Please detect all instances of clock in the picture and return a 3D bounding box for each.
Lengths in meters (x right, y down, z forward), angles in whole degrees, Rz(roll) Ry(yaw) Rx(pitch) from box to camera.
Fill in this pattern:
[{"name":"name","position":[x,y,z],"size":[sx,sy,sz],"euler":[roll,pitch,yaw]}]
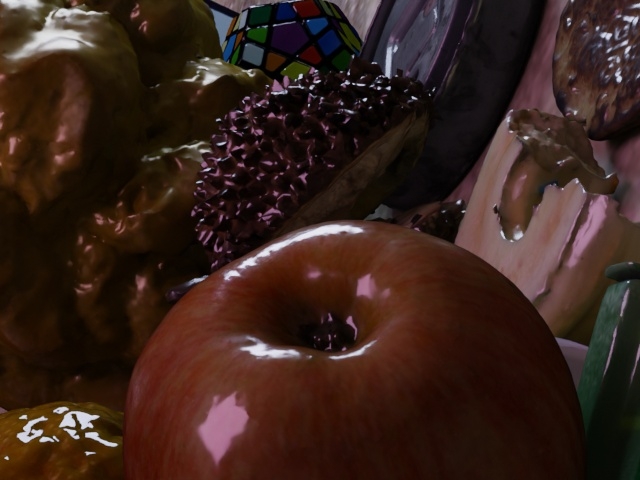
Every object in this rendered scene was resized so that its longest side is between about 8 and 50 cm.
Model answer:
[{"name":"clock","position":[0.077,-0.127,1.226],"size":[0.226,0.049,0.226],"euler":[-161,90,-74]}]

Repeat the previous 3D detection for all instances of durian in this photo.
[{"name":"durian","position":[0.000,0.000,1.037],"size":[0.167,0.196,0.196],"euler":[23,-92,-67]}]

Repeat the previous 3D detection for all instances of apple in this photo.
[{"name":"apple","position":[0.010,0.063,0.589],"size":[0.131,0.146,0.146],"euler":[81,-169,-47]}]

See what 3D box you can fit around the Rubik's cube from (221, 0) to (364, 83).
[{"name":"Rubik's cube","position":[-0.021,-0.123,1.426],"size":[0.133,0.111,0.133],"euler":[-160,90,-76]}]

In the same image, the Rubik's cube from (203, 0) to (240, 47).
[{"name":"Rubik's cube","position":[-0.174,-0.061,1.613],"size":[0.246,0.248,0.250],"euler":[-49,24,49]}]

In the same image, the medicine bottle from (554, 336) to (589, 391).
[{"name":"medicine bottle","position":[0.046,0.114,0.850],"size":[0.258,0.143,0.143],"euler":[-11,60,70]}]

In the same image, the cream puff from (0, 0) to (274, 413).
[{"name":"cream puff","position":[-0.117,-0.027,1.285],"size":[0.291,0.257,0.325],"euler":[11,-90,-69]}]

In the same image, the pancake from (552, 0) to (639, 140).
[{"name":"pancake","position":[0.173,-0.140,0.970],"size":[0.199,0.021,0.199],"euler":[-58,20,35]}]

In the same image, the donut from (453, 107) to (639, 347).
[{"name":"donut","position":[0.112,0.009,0.904],"size":[0.166,0.065,0.108],"euler":[-115,46,-68]}]

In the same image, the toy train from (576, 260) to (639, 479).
[{"name":"toy train","position":[0.137,0.138,0.571],"size":[0.202,0.120,0.301],"euler":[155,133,-73]}]

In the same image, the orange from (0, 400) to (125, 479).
[{"name":"orange","position":[-0.163,0.258,1.038],"size":[0.357,0.322,0.322],"euler":[-55,19,17]}]
